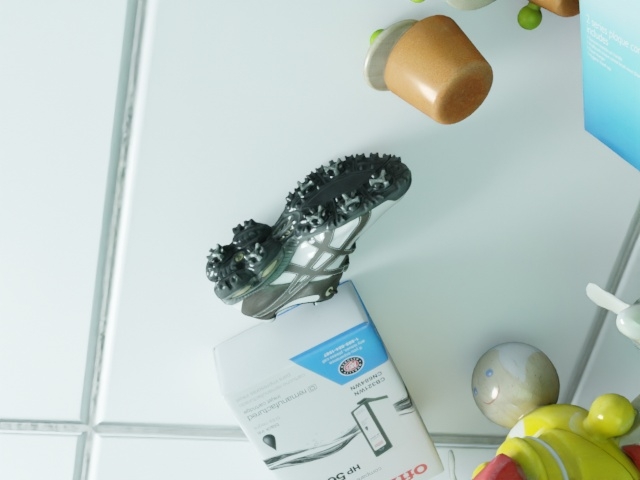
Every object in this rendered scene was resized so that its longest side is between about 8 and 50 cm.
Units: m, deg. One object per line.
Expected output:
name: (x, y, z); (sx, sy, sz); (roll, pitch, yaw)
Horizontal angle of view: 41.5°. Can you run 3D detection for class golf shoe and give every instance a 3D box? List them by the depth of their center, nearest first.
golf shoe: (0.000, 0.000, 0.732); (0.198, 0.077, 0.094); (-31, 130, 11)

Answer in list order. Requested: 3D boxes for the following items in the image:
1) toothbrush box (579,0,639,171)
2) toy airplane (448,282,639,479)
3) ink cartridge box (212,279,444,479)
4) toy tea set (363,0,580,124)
toothbrush box: (0.288, -0.203, 0.538); (0.216, 0.126, 0.295); (-23, 130, -7)
toy airplane: (0.268, 0.199, 0.812); (0.386, 0.272, 0.384); (-40, 156, -3)
ink cartridge box: (0.011, 0.162, 0.802); (0.148, 0.086, 0.203); (-28, 119, 1)
toy tea set: (0.146, -0.249, 0.632); (0.336, 0.124, 0.200); (-43, 147, 6)
